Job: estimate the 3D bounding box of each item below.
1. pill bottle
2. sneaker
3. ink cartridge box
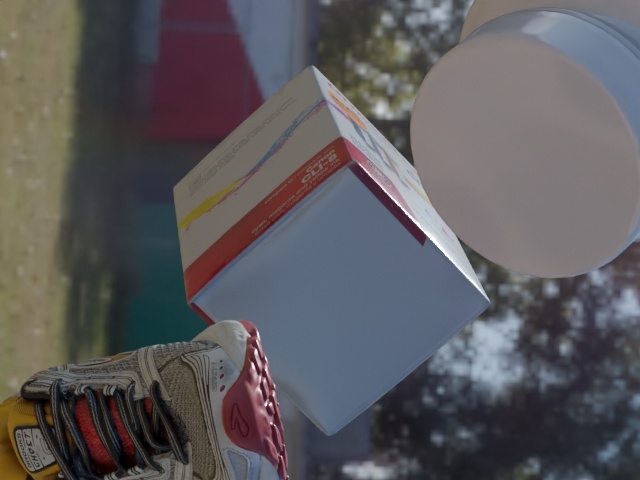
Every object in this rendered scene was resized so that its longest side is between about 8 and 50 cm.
[{"bbox_3d":[0.144,-0.083,0.672,0.245,0.136,0.136,-38,143,-45],"label":"pill bottle"},{"bbox_3d":[-0.084,0.091,0.694,0.225,0.092,0.088,-21,-101,59],"label":"sneaker"},{"bbox_3d":[0.000,0.000,0.943,0.128,0.127,0.176,44,11,-23],"label":"ink cartridge box"}]
